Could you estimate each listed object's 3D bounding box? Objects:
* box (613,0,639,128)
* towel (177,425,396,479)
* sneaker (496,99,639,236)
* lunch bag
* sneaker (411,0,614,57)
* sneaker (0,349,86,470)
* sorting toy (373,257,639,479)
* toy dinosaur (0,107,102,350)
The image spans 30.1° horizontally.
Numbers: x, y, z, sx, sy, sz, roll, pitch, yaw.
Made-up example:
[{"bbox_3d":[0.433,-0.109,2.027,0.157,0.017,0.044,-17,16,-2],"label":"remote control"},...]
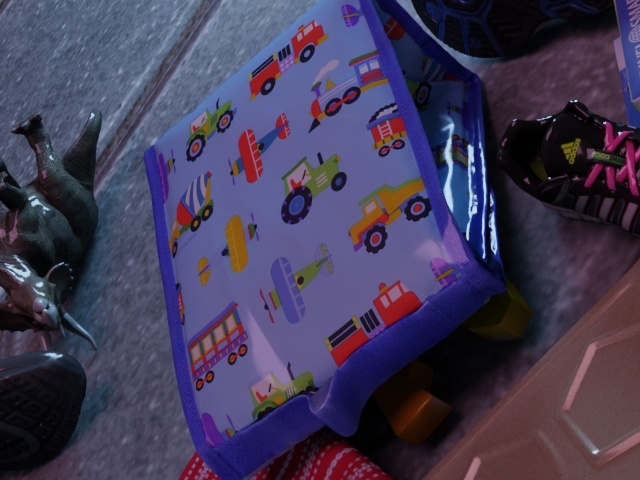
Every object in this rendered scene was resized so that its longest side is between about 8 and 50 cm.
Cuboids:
[{"bbox_3d":[0.239,-0.135,0.675,0.178,0.042,0.109,-30,39,33],"label":"box"},{"bbox_3d":[-0.049,0.196,0.720,0.199,0.031,0.275,-57,24,-5],"label":"towel"},{"bbox_3d":[0.159,-0.039,0.649,0.170,0.074,0.063,14,84,58],"label":"sneaker"},{"bbox_3d":[0.000,0.000,0.761,0.221,0.138,0.293,-37,33,25],"label":"lunch bag"},{"bbox_3d":[0.149,-0.186,0.826,0.211,0.080,0.081,-4,37,50],"label":"sneaker"},{"bbox_3d":[-0.311,0.149,1.078,0.286,0.109,0.130,-28,35,33],"label":"sneaker"},{"bbox_3d":[0.131,0.108,0.597,0.229,0.041,0.307,-51,31,12],"label":"sorting toy"},{"bbox_3d":[-0.278,-0.019,1.162,0.121,0.160,0.314,-18,30,17],"label":"toy dinosaur"}]
